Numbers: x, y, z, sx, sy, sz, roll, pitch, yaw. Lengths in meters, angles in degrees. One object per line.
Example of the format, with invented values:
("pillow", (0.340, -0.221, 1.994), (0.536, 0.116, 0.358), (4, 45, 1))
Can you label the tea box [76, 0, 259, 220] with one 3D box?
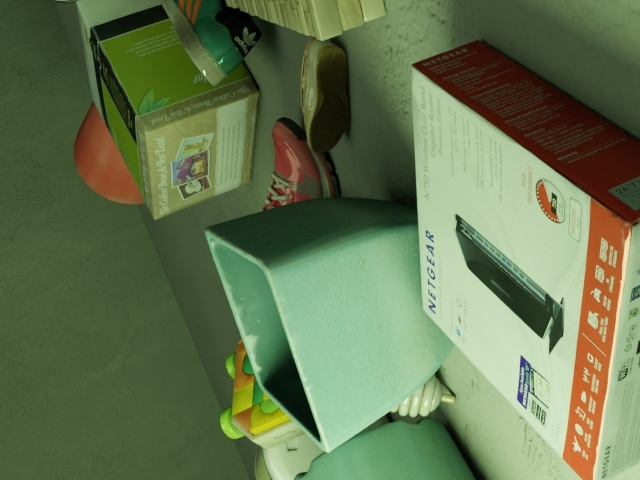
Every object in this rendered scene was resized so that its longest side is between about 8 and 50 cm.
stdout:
("tea box", (-0.287, -0.271, 1.725), (0.323, 0.220, 0.329), (61, 162, 19))

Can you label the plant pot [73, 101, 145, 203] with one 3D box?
("plant pot", (-0.426, -0.258, 2.119), (0.275, 0.275, 0.243), (62, 153, 15))

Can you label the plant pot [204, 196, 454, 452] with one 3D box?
("plant pot", (0.037, 0.070, 1.158), (0.248, 0.252, 0.247), (25, 135, 65))

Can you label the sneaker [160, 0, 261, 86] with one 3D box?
("sneaker", (-0.173, -0.362, 1.486), (0.108, 0.121, 0.302), (51, -173, -43))

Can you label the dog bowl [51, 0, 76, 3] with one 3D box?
("dog bowl", (-0.398, -0.611, 1.531), (0.408, 0.150, 0.408), (18, 117, 39))

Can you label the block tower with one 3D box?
("block tower", (-0.037, -0.329, 1.144), (0.335, 0.091, 0.097), (37, 147, 58))

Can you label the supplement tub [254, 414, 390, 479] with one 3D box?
("supplement tub", (-0.002, 0.412, 1.725), (0.235, 0.235, 0.325), (61, 162, 19))

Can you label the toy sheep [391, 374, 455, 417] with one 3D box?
("toy sheep", (0.129, 0.211, 1.316), (0.091, 0.132, 0.091), (10, -90, -81))

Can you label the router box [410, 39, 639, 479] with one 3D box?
("router box", (0.207, 0.021, 0.885), (0.301, 0.082, 0.335), (48, 155, 45))

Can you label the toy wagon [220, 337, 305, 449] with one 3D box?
("toy wagon", (-0.061, 0.191, 1.607), (0.068, 0.267, 0.344), (38, -144, -35))

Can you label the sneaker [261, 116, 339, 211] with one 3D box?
("sneaker", (-0.045, -0.037, 1.452), (0.116, 0.136, 0.313), (39, 147, 55))

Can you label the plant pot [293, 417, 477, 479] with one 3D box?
("plant pot", (0.131, 0.456, 1.302), (0.341, 0.341, 0.334), (95, 155, -56))

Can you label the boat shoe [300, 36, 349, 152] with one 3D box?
("boat shoe", (0.002, -0.200, 1.249), (0.059, 0.063, 0.170), (54, 149, 41))
